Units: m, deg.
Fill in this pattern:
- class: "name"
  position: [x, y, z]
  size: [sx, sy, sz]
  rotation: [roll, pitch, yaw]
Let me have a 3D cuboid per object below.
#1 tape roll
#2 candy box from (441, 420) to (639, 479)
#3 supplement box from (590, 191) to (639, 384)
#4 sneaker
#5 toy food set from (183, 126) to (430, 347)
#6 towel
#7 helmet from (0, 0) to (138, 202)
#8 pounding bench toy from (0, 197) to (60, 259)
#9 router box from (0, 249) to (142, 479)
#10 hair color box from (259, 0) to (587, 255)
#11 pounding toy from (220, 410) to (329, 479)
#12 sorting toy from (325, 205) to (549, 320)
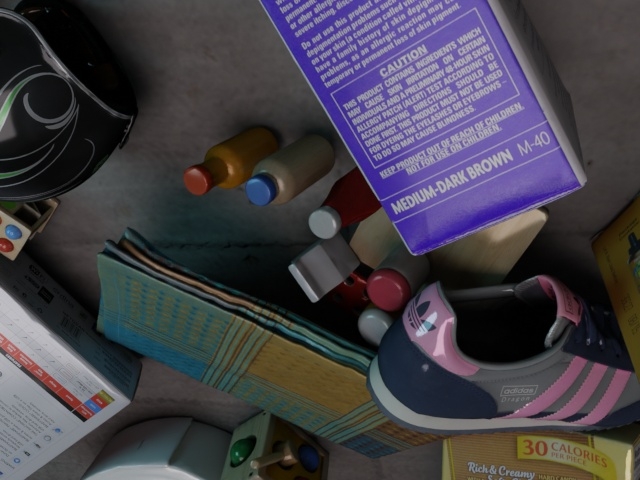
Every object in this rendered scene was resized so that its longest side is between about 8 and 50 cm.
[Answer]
- class: "tape roll"
  position: [-0.193, 0.381, 0.844]
  size: [0.286, 0.100, 0.286]
  rotation: [3, 110, 8]
- class: "candy box"
  position: [0.219, 0.321, 0.642]
  size: [0.183, 0.088, 0.316]
  rotation: [5, 97, 37]
- class: "supplement box"
  position: [0.276, 0.056, 0.477]
  size: [0.080, 0.233, 0.078]
  rotation: [27, 125, -10]
- class: "sneaker"
  position: [0.204, 0.086, 0.530]
  size: [0.319, 0.112, 0.131]
  rotation: [-3, 136, -20]
- class: "toy food set"
  position: [0.000, 0.000, 0.535]
  size: [0.111, 0.104, 0.232]
  rotation: [-30, 96, 37]
- class: "towel"
  position: [-0.053, 0.127, 0.660]
  size: [0.370, 0.040, 0.271]
  rotation: [26, 151, -8]
- class: "helmet"
  position: [-0.255, -0.112, 0.522]
  size: [0.162, 0.169, 0.169]
  rotation: [-32, 113, 11]
- class: "pounding bench toy"
  position: [-0.327, -0.032, 0.651]
  size: [0.083, 0.065, 0.052]
  rotation: [37, 124, -13]
- class: "router box"
  position: [-0.429, 0.132, 0.705]
  size: [0.301, 0.082, 0.335]
  rotation: [-35, 112, 8]
- class: "hair color box"
  position: [0.028, -0.182, 0.366]
  size: [0.110, 0.185, 0.338]
  rotation: [-24, 106, 27]
- class: "pounding toy"
  position: [-0.054, 0.274, 0.760]
  size: [0.100, 0.130, 0.141]
  rotation: [-36, 111, 22]
- class: "sorting toy"
  position: [0.107, -0.007, 0.571]
  size: [0.132, 0.046, 0.274]
  rotation: [31, 125, 8]
